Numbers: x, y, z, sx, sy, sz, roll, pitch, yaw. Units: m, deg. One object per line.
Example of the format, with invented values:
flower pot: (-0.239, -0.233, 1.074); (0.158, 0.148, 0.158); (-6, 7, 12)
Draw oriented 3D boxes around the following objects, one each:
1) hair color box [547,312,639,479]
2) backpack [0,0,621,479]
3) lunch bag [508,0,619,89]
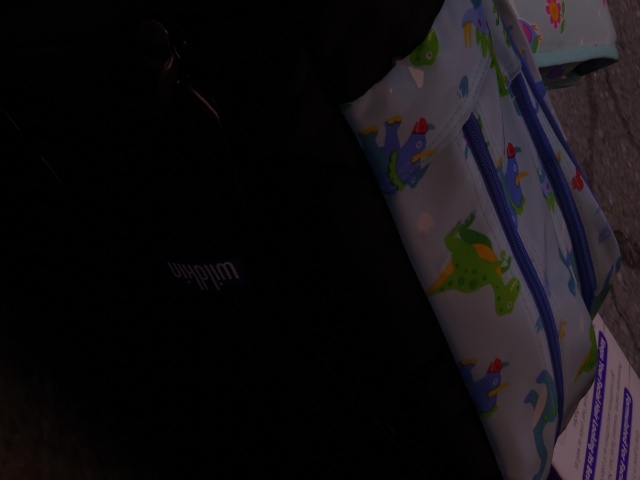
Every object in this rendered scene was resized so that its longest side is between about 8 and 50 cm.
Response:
hair color box: (0.131, 0.113, 1.222); (0.339, 0.110, 0.185); (54, 31, -27)
backpack: (0.000, 0.000, 0.875); (0.273, 0.290, 0.355); (-49, 124, -45)
lunch bag: (0.120, -0.212, 1.347); (0.262, 0.160, 0.223); (-17, 88, -57)
